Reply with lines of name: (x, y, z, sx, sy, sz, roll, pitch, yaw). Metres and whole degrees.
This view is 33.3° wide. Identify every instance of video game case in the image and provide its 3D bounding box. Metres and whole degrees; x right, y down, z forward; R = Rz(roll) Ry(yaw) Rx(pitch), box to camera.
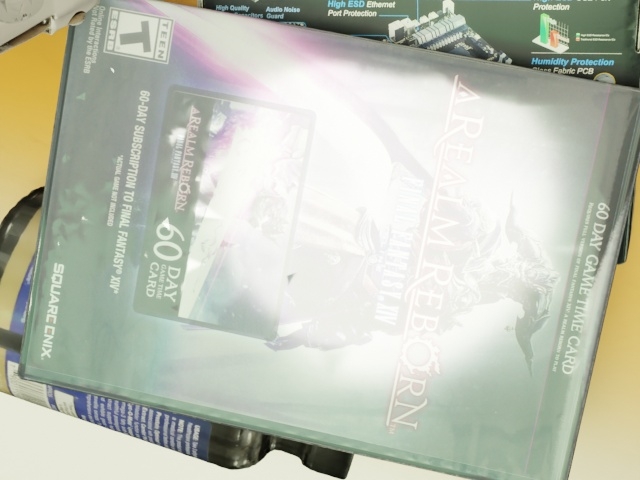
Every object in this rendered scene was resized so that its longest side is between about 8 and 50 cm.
video game case: (0.000, 0.000, 0.514, 0.274, 0.026, 0.196, 12, 98, 7)

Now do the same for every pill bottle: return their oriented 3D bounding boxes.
pill bottle: (-0.075, 0.057, 0.606, 0.219, 0.123, 0.123, 18, 119, 5)

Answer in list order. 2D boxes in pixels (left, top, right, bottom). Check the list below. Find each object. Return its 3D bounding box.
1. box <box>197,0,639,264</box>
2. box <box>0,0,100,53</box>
box: (0.050, -0.080, 0.545, 0.220, 0.051, 0.175, 3, 116, 13)
box: (-0.205, -0.167, 0.448, 0.231, 0.262, 0.127, 10, 118, 11)
